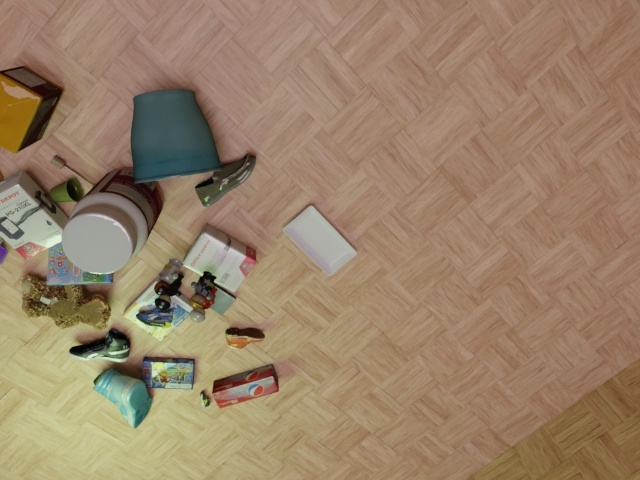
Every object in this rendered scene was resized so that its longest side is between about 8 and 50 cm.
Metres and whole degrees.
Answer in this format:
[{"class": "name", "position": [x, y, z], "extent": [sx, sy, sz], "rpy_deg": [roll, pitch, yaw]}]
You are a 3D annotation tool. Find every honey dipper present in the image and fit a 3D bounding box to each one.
[{"class": "honey dipper", "position": [-0.815, -0.221, 1.633], "extent": [0.161, 0.030, 0.030], "rpy_deg": [39, 105, -25]}]

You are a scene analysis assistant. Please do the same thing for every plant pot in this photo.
[{"class": "plant pot", "position": [-0.850, -0.158, 1.634], "extent": [0.079, 0.083, 0.083], "rpy_deg": [-12, 116, 12]}, {"class": "plant pot", "position": [-0.460, -0.322, 1.512], "extent": [0.272, 0.271, 0.255], "rpy_deg": [-10, 101, -2]}]

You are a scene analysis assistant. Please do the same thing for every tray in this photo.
[{"class": "tray", "position": [0.000, 0.000, 1.826], "extent": [0.145, 0.030, 0.270], "rpy_deg": [-39, 113, 12]}]

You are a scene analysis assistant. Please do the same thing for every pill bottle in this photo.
[{"class": "pill bottle", "position": [-0.631, -0.068, 1.521], "extent": [0.224, 0.392, 0.224], "rpy_deg": [-2, 115, -5]}]

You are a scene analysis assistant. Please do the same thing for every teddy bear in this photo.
[{"class": "teddy bear", "position": [-0.925, 0.221, 1.791], "extent": [0.338, 0.113, 0.245], "rpy_deg": [-3, 106, 2]}]

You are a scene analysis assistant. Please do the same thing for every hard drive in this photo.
[{"class": "hard drive", "position": [-0.405, 0.218, 1.883], "extent": [0.135, 0.022, 0.094], "rpy_deg": [36, 106, -20]}]

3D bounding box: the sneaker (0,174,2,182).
[{"class": "sneaker", "position": [-1.101, -0.259, 1.551], "extent": [0.084, 0.083, 0.215], "rpy_deg": [-26, 113, 7]}]

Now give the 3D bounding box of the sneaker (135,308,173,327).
[{"class": "sneaker", "position": [-0.613, 0.284, 1.825], "extent": [0.144, 0.059, 0.053], "rpy_deg": [8, 146, 7]}]

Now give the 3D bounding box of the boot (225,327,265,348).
[{"class": "boot", "position": [-0.299, 0.396, 1.961], "extent": [0.158, 0.059, 0.084], "rpy_deg": [3, 117, 1]}]

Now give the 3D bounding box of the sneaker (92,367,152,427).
[{"class": "sneaker", "position": [-0.804, 0.624, 1.983], "extent": [0.208, 0.127, 0.319], "rpy_deg": [23, 133, 11]}]

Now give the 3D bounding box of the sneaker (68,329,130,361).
[{"class": "sneaker", "position": [-0.844, 0.394, 1.889], "extent": [0.217, 0.079, 0.121], "rpy_deg": [8, 110, -19]}]

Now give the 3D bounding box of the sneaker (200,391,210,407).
[{"class": "sneaker", "position": [-0.488, 0.670, 2.080], "extent": [0.035, 0.031, 0.083], "rpy_deg": [-12, 120, -16]}]

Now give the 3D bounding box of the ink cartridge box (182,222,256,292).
[{"class": "ink cartridge box", "position": [-0.364, 0.064, 1.779], "extent": [0.218, 0.092, 0.158], "rpy_deg": [31, 107, -20]}]

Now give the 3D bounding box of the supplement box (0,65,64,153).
[{"class": "supplement box", "position": [-0.890, -0.389, 1.453], "extent": [0.129, 0.194, 0.191], "rpy_deg": [30, 108, -18]}]

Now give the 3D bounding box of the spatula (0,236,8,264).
[{"class": "spatula", "position": [-1.076, -0.035, 1.684], "extent": [0.084, 0.030, 0.296], "rpy_deg": [34, 107, -21]}]

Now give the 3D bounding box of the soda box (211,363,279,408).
[{"class": "soda box", "position": [-0.310, 0.604, 2.038], "extent": [0.263, 0.083, 0.092], "rpy_deg": [-17, 115, 1]}]

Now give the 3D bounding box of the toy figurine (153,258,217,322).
[{"class": "toy figurine", "position": [-0.477, 0.181, 1.731], "extent": [0.213, 0.148, 0.209], "rpy_deg": [23, 153, -3]}]

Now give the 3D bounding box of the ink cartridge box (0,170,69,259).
[{"class": "ink cartridge box", "position": [-0.967, -0.080, 1.607], "extent": [0.172, 0.100, 0.237], "rpy_deg": [-28, 127, 1]}]

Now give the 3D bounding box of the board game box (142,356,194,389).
[{"class": "board game box", "position": [-0.617, 0.541, 1.999], "extent": [0.201, 0.035, 0.136], "rpy_deg": [5, 114, -9]}]

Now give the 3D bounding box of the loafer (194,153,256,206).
[{"class": "loafer", "position": [-0.323, -0.214, 1.655], "extent": [0.251, 0.094, 0.087], "rpy_deg": [-37, 117, 11]}]

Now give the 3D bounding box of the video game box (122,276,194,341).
[{"class": "video game box", "position": [-0.611, 0.263, 1.867], "extent": [0.205, 0.048, 0.187], "rpy_deg": [-43, 109, 13]}]

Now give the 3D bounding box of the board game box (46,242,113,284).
[{"class": "board game box", "position": [-0.833, 0.074, 1.713], "extent": [0.211, 0.039, 0.160], "rpy_deg": [-2, 79, -5]}]
